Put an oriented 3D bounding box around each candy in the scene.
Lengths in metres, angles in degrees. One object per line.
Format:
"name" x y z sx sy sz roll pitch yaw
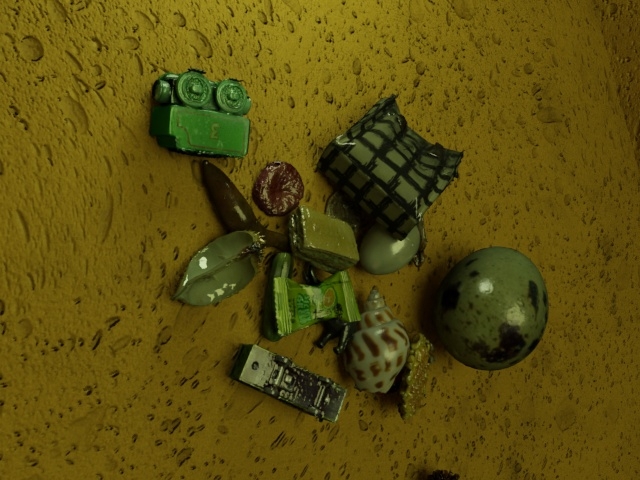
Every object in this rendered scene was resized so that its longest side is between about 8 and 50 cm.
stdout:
"candy" -0.007 0.153 1.582 0.246 0.069 0.149 -6 88 -35

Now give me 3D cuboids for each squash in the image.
"squash" -0.109 0.145 1.593 0.066 0.066 0.229 16 78 -39

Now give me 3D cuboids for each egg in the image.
"egg" 0.539 0.203 1.962 0.345 0.345 0.428 48 51 -29
"egg" 0.198 0.015 1.799 0.209 0.151 0.151 -45 117 -25

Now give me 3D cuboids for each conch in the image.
"conch" 0.161 0.280 1.749 0.182 0.149 0.275 4 55 -26

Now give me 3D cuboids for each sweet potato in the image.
"sweet potato" -0.179 -0.050 1.529 0.346 0.079 0.108 47 48 -33

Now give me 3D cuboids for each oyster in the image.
"oyster" 0.249 -0.072 1.904 0.128 0.078 0.345 -29 110 -15

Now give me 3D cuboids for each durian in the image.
"durian" -0.228 0.073 1.439 0.252 0.139 0.144 -23 100 -5

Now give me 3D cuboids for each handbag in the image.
"handbag" 0.209 -0.217 1.748 0.325 0.162 0.327 42 54 2

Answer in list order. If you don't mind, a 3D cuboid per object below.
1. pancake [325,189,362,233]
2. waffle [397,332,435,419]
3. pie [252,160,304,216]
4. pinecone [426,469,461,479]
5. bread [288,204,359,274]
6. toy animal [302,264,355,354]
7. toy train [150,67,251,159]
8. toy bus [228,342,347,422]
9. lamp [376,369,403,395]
"pancake" 0.068 -0.076 1.774 0.139 0.022 0.140 2 87 -40
"waffle" 0.281 0.413 1.853 0.281 0.060 0.262 78 31 -43
"pie" -0.106 -0.132 1.617 0.153 0.038 0.154 -1 91 -39
"pinecone" 0.379 0.790 1.924 0.173 0.173 0.174 1 88 -40
"bread" 0.000 0.000 1.638 0.196 0.102 0.138 20 44 -38
"toy animal" 0.004 0.184 1.679 0.137 0.082 0.270 -40 107 -37
"toy train" -0.272 -0.286 1.426 0.243 0.132 0.188 3 95 -41
"toy bus" -0.086 0.357 1.565 0.301 0.139 0.113 33 68 -27
"lamp" 0.192 0.403 1.822 0.107 0.092 0.108 -26 139 -25
